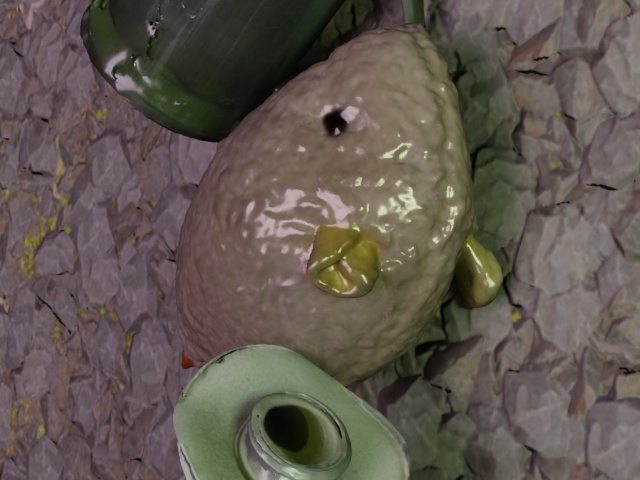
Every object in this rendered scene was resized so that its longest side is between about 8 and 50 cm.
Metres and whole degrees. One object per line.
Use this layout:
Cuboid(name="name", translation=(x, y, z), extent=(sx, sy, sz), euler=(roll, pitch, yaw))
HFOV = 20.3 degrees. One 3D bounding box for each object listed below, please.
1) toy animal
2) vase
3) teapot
Cuboid(name="toy animal", translation=(-0.003, 0.005, 1.434), extent=(0.358, 0.188, 0.226), euler=(-53, 52, 33))
Cuboid(name="vase", translation=(-0.093, 0.280, 1.435), extent=(0.250, 0.250, 0.445), euler=(61, 140, 30))
Cuboid(name="teapot", translation=(-0.036, -0.221, 1.506), extent=(0.270, 0.200, 0.337), euler=(42, 124, 3))
